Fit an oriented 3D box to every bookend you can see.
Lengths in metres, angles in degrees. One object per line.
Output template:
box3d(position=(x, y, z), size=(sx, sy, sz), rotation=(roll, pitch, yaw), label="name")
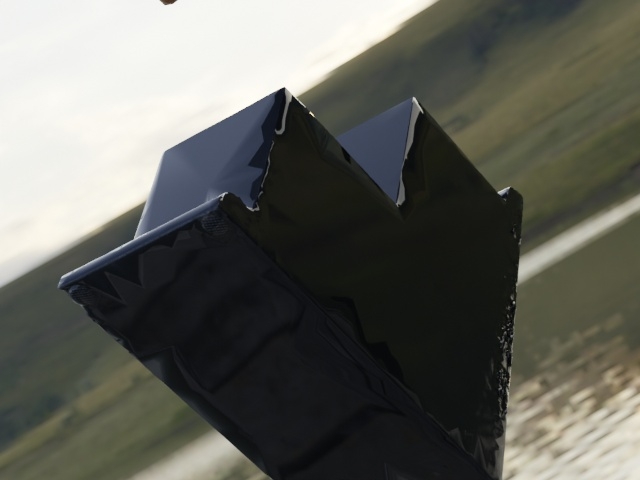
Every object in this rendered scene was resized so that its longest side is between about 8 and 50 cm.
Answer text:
box3d(position=(0.000, 0.000, 0.600), size=(0.072, 0.157, 0.156), rotation=(-26, 34, 30), label="bookend")

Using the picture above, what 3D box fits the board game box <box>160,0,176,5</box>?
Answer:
box3d(position=(0.004, -0.374, 0.574), size=(0.356, 0.356, 0.356), rotation=(-30, 22, 22), label="board game box")
